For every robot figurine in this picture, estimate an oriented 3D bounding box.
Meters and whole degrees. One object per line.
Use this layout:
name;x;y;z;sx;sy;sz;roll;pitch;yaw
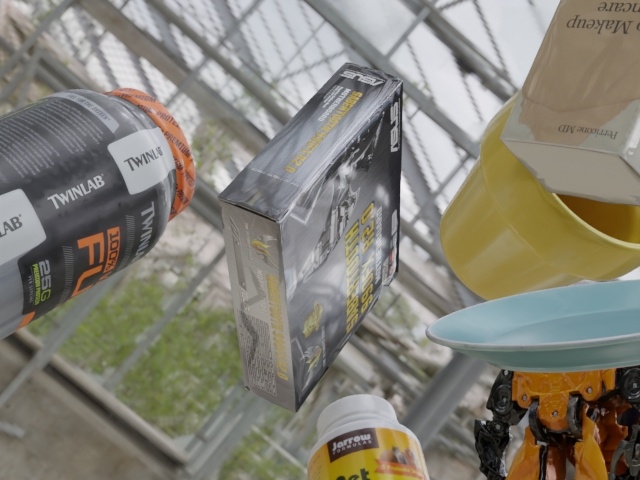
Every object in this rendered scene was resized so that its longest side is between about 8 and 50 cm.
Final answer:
robot figurine;0.214;0.221;0.911;0.085;0.290;0.211;20;-22;-34

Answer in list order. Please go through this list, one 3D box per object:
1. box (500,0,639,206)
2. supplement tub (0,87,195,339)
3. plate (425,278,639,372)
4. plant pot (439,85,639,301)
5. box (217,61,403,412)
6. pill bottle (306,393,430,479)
box;0.318;-0.198;1.104;0.148;0.311;0.121;12;-18;43
supplement tub;-0.304;-0.032;1.158;0.207;0.338;0.207;22;-52;31
plate;0.151;0.046;0.599;0.188;0.188;0.024;-173;-105;-75
plant pot;0.276;-0.043;1.359;0.254;0.254;0.239;40;-41;-5
box;0.000;0.000;0.893;0.056;0.183;0.231;22;-40;22
pill bottle;0.052;0.255;1.056;0.117;0.117;0.215;46;20;-37
